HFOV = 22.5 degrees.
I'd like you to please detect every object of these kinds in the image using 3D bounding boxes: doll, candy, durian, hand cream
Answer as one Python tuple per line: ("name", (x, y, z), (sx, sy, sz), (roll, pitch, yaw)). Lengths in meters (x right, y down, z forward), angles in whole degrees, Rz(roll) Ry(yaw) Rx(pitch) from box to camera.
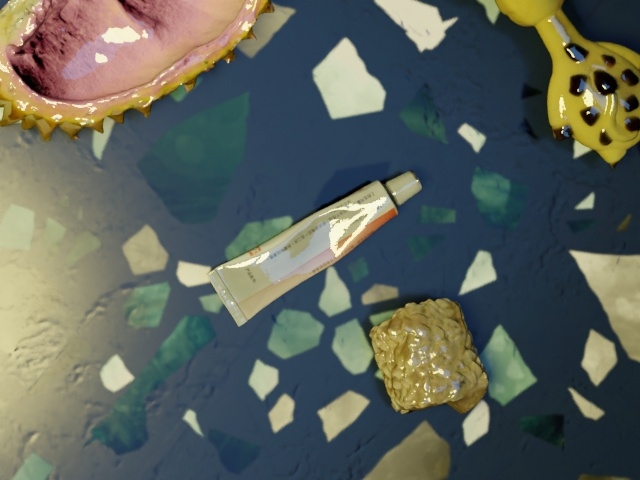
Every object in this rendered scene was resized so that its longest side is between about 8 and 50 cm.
("doll", (0.219, -0.199, 1.511), (0.117, 0.086, 0.291), (-38, 100, -12))
("candy", (0.101, 0.113, 1.506), (0.095, 0.085, 0.110), (-11, 82, -19))
("durian", (-0.159, -0.219, 1.434), (0.191, 0.112, 0.341), (39, 93, -18))
("hand cream", (0.001, 0.001, 1.505), (0.216, 0.038, 0.052), (-31, 73, -2))
